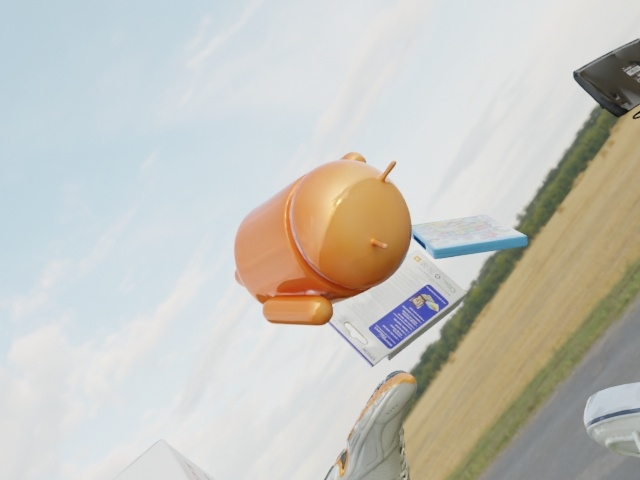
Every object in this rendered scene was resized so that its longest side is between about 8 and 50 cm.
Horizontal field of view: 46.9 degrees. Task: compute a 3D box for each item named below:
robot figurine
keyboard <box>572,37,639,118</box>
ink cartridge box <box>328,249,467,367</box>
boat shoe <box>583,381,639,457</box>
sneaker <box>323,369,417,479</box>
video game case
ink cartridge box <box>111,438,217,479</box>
[{"bbox_3d":[0.000,0.002,0.714,0.158,0.128,0.219,-31,2,-39],"label":"robot figurine"},{"bbox_3d":[0.354,-0.171,0.834,0.192,0.100,0.038,-29,-23,-39],"label":"keyboard"},{"bbox_3d":[0.179,0.168,1.795,0.371,0.176,0.069,-29,-27,-38],"label":"ink cartridge box"},{"bbox_3d":[0.402,0.220,0.690,0.367,0.136,0.156,-18,53,55],"label":"boat shoe"},{"bbox_3d":[0.093,0.306,1.047,0.262,0.121,0.099,-66,-11,22],"label":"sneaker"},{"bbox_3d":[0.190,-0.007,0.984,0.166,0.119,0.015,-113,15,-78],"label":"video game case"},{"bbox_3d":[-0.112,0.479,0.967,0.166,0.285,0.395,-42,-46,-8],"label":"ink cartridge box"}]
